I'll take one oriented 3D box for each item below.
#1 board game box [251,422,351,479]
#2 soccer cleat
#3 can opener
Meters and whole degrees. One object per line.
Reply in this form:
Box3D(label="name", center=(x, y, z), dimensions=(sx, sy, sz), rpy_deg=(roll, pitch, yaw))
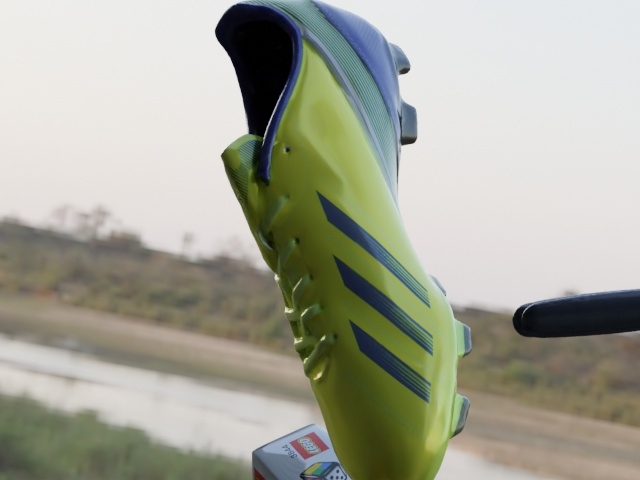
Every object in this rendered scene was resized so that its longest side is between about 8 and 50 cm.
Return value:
Box3D(label="board game box", center=(0.060, 0.267, 1.023), dimensions=(0.053, 0.193, 0.305), rpy_deg=(-21, 41, -26))
Box3D(label="soccer cleat", center=(-0.001, 0.000, 0.931), dimensions=(0.121, 0.289, 0.093), rpy_deg=(12, -35, -33))
Box3D(label="can opener", center=(0.217, 0.046, 1.169), dimensions=(0.186, 0.073, 0.059), rpy_deg=(-1, -11, -13))
